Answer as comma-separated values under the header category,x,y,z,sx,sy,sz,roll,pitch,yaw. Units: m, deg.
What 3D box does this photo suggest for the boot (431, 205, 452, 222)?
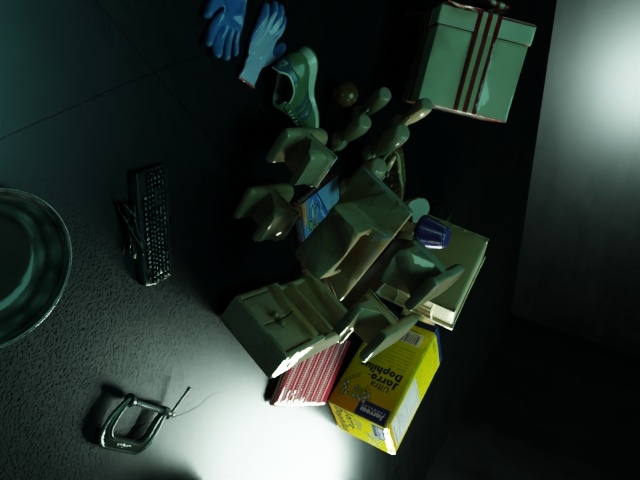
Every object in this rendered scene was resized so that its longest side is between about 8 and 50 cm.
category,x,y,z,sx,sy,sz,roll,pitch,yaw
boot,0.366,0.007,1.912,0.246,0.084,0.161,-42,145,-40

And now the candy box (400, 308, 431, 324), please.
category,x,y,z,sx,sy,sz,roll,pitch,yaw
candy box,0.363,0.186,1.939,0.183,0.088,0.316,-27,141,-52

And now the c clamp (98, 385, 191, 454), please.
category,x,y,z,sx,sy,sz,roll,pitch,yaw
c clamp,-0.304,0.300,0.980,0.137,0.022,0.161,-61,151,-8

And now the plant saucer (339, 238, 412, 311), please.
category,x,y,z,sx,sy,sz,roll,pitch,yaw
plant saucer,0.099,0.095,1.378,0.311,0.050,0.310,-43,-178,2

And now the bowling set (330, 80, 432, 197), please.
category,x,y,z,sx,sy,sz,roll,pitch,yaw
bowling set,0.093,-0.256,1.261,0.200,0.154,0.287,46,60,-9

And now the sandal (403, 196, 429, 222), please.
category,x,y,z,sx,sy,sz,roll,pitch,yaw
sandal,0.169,-0.059,1.525,0.240,0.079,0.088,-19,105,-19

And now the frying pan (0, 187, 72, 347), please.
category,x,y,z,sx,sy,sz,roll,pitch,yaw
frying pan,-0.416,0.038,0.603,0.326,0.053,0.197,-8,112,-57

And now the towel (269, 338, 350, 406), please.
category,x,y,z,sx,sy,sz,roll,pitch,yaw
towel,-0.022,0.331,1.472,0.275,0.031,0.198,27,84,-59

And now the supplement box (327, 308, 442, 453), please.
category,x,y,z,sx,sy,sz,roll,pitch,yaw
supplement box,0.205,0.419,1.744,0.356,0.195,0.194,-54,146,-30

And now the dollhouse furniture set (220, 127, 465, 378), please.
category,x,y,z,sx,sy,sz,roll,pitch,yaw
dollhouse furniture set,0.029,0.048,1.086,0.257,0.362,0.394,-16,147,-55

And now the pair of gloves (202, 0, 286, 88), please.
category,x,y,z,sx,sy,sz,roll,pitch,yaw
pair of gloves,-0.115,-0.344,0.935,0.198,0.023,0.159,31,79,-60

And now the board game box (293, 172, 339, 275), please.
category,x,y,z,sx,sy,sz,roll,pitch,yaw
board game box,0.000,0.000,1.323,0.145,0.027,0.281,-44,141,-42

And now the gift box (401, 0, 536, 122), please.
category,x,y,z,sx,sy,sz,roll,pitch,yaw
gift box,0.330,-0.439,1.377,0.255,0.277,0.257,-117,-140,-74

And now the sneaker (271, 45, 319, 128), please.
category,x,y,z,sx,sy,sz,roll,pitch,yaw
sneaker,-0.053,-0.256,1.057,0.086,0.064,0.192,-31,143,-27

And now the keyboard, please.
category,x,y,z,sx,sy,sz,roll,pitch,yaw
keyboard,-0.253,-0.014,0.868,0.100,0.038,0.191,-31,131,-50

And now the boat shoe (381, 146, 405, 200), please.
category,x,y,z,sx,sy,sz,roll,pitch,yaw
boat shoe,0.204,-0.169,1.540,0.060,0.064,0.177,-41,136,-40

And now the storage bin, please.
category,x,y,z,sx,sy,sz,roll,pitch,yaw
storage bin,0.321,0.077,1.688,0.262,0.261,0.123,-59,161,-22

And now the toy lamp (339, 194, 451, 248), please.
category,x,y,z,sx,sy,sz,roll,pitch,yaw
toy lamp,0.164,-0.041,1.325,0.080,0.275,0.080,-36,136,-46

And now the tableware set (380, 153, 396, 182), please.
category,x,y,z,sx,sy,sz,roll,pitch,yaw
tableware set,0.147,-0.142,1.405,0.128,0.039,0.194,-53,171,-30
